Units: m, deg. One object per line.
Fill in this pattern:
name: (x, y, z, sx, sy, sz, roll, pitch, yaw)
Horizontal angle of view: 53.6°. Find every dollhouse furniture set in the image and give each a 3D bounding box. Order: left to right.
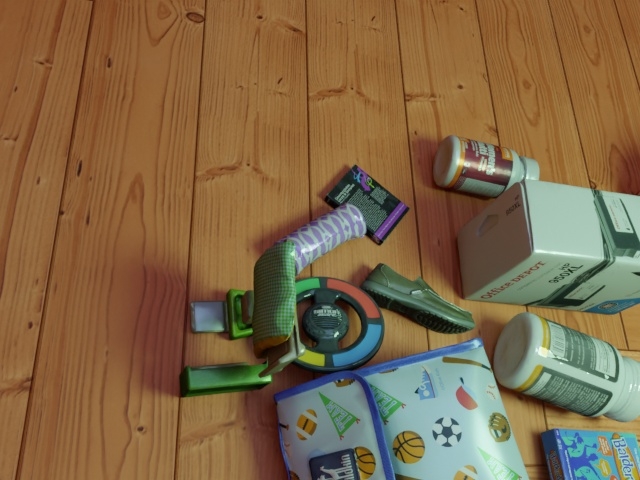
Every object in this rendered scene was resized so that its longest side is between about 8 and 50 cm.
dollhouse furniture set: (-0.146, 0.137, 1.066, 0.151, 0.301, 0.198, 0, 69, -20)

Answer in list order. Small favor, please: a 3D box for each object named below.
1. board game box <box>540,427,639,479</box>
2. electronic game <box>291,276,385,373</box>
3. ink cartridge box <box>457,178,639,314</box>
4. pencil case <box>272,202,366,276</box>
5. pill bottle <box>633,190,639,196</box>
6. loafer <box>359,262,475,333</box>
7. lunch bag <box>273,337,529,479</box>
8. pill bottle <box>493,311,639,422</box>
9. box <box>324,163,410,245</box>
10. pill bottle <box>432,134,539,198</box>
board game box: (0.554, 0.464, 1.262, 0.210, 0.047, 0.160, 9, 58, -20)
electronic game: (0.010, 0.156, 1.212, 0.229, 0.048, 0.229, 4, 43, -4)
ink cartridge box: (0.530, 0.027, 1.337, 0.394, 0.285, 0.166, 7, 65, -14)
pencil case: (0.000, 0.000, 1.302, 0.206, 0.086, 0.088, -31, 111, -25)
pill bottle: (0.896, -0.104, 1.489, 0.181, 0.323, 0.182, 7, 65, -14)
loafer: (0.208, 0.116, 1.305, 0.251, 0.094, 0.088, 24, 66, -5)
lunch bag: (0.133, 0.375, 1.092, 0.385, 0.239, 0.328, -12, 70, -5)
pill bottle: (0.511, 0.264, 1.293, 0.278, 0.162, 0.162, 22, 62, -8)
box: (0.103, -0.080, 1.401, 0.162, 0.029, 0.116, 40, 60, 2)
pill bottle: (0.384, -0.164, 1.473, 0.221, 0.121, 0.121, 10, 63, -12)
